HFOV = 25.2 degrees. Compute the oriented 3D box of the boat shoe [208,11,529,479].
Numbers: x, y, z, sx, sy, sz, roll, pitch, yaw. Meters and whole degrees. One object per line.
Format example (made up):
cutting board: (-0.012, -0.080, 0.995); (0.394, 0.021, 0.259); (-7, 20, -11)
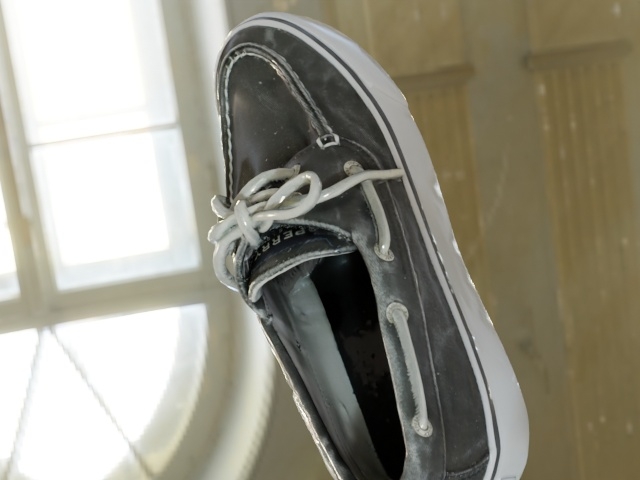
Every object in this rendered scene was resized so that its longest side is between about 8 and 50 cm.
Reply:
boat shoe: (-0.003, 0.003, 0.743); (0.105, 0.306, 0.113); (6, 147, -47)
